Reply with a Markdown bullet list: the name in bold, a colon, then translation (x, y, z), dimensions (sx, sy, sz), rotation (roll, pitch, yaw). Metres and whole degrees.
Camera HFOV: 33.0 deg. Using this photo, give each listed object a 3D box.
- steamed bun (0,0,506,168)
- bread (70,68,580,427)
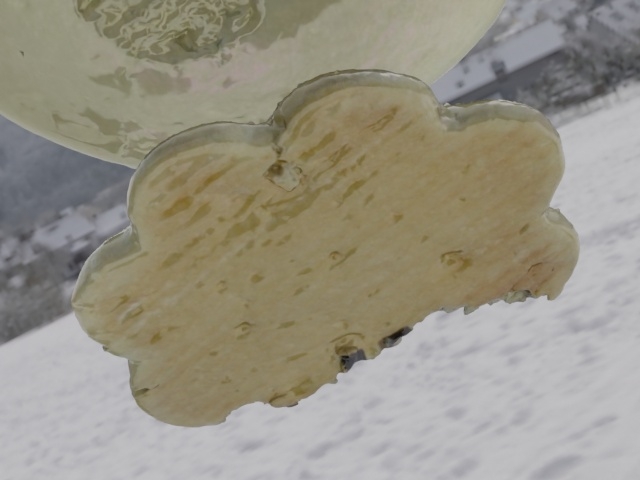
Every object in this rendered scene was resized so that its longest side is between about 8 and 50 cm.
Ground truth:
- **steamed bun**: translation (-0.074, -0.236, 0.867), dimensions (0.455, 0.290, 0.371), rotation (-8, 27, 6)
- **bread**: translation (0.000, 0.000, 0.534), dimensions (0.250, 0.182, 0.039), rotation (-22, 37, 6)
